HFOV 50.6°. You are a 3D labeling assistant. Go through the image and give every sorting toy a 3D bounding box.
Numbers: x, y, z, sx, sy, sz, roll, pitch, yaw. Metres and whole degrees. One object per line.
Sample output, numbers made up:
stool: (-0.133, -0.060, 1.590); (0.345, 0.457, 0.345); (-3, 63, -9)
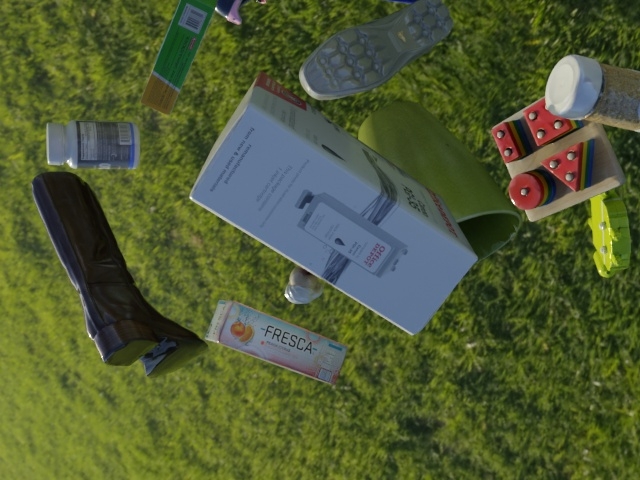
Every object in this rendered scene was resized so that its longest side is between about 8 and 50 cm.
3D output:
sorting toy: (0.520, -0.195, 1.556); (0.257, 0.089, 0.256); (-30, 78, 52)

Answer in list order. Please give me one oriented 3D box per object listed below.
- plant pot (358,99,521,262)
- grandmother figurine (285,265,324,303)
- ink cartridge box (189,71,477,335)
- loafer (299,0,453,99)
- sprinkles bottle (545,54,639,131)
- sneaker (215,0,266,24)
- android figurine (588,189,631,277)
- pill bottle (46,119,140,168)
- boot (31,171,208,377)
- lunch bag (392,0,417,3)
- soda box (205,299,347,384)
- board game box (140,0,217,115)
plant pot: (0.182, -0.104, 1.262); (0.275, 0.274, 0.294); (-47, 56, 47)
grandmother figurine: (0.000, 0.000, 1.592); (0.104, 0.207, 0.343); (30, 114, 20)
ink cartridge box: (0.015, -0.048, 0.759); (0.283, 0.207, 0.117); (32, 108, -14)
loafer: (0.091, -0.318, 1.156); (0.112, 0.319, 0.111); (62, 154, -5)
sprinkles bottle: (0.637, -0.280, 1.362); (0.355, 0.121, 0.121); (8, 137, -15)
sneaker: (-0.168, -0.733, 1.873); (0.131, 0.319, 0.112); (45, 179, -9)
android figurine: (0.685, -0.033, 1.621); (0.056, 0.273, 0.248); (-6, 115, 13)
pill bottle: (-0.362, -0.153, 1.080); (0.078, 0.137, 0.078); (178, 90, -67)
boot: (-0.113, 0.018, 0.383); (0.114, 0.037, 0.106); (57, 179, 20)
lunch bag: (0.271, -0.720, 1.603); (0.385, 0.328, 0.239); (-18, 119, 25)
soda box: (-0.057, 0.138, 0.913); (0.183, 0.058, 0.063); (26, 166, -24)
board game box: (-0.285, -0.437, 1.419); (0.064, 0.317, 0.242); (22, 120, -18)
